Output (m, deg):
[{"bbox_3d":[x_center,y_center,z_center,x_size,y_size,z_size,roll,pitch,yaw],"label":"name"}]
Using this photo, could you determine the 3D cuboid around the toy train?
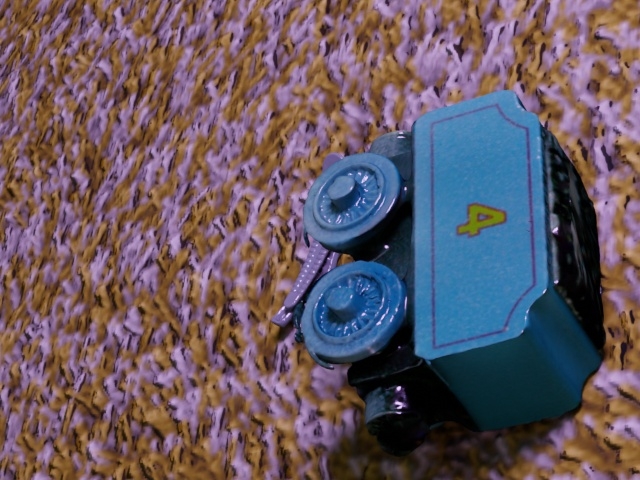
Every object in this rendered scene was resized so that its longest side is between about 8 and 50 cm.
[{"bbox_3d":[0.073,0.018,1.074,0.154,0.107,0.198,-16,49,22],"label":"toy train"}]

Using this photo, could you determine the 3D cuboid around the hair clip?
[{"bbox_3d":[-0.001,0.000,1.201,0.030,0.039,0.115,1,63,48],"label":"hair clip"}]
